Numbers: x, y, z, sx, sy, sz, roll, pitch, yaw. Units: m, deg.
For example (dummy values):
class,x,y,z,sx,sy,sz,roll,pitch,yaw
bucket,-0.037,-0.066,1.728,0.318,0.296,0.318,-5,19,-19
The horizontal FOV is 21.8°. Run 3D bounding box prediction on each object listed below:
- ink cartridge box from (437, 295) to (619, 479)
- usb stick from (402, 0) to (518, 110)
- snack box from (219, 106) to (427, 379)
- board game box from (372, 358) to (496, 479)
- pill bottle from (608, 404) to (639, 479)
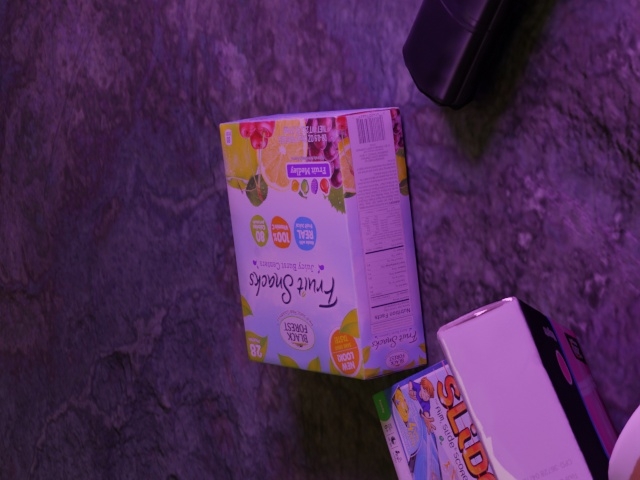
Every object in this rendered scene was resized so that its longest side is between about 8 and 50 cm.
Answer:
class,x,y,z,sx,sy,sz,roll,pitch,yaw
ink cartridge box,0.185,0.221,1.033,0.069,0.176,0.371,-24,73,14
usb stick,0.122,-0.210,1.127,0.077,0.045,0.278,62,144,37
snack box,0.000,0.000,1.346,0.174,0.070,0.207,1,101,56
board game box,0.115,0.192,1.253,0.136,0.035,0.201,-35,69,55
pill bottle,0.276,0.172,0.914,0.229,0.131,0.131,49,136,38
